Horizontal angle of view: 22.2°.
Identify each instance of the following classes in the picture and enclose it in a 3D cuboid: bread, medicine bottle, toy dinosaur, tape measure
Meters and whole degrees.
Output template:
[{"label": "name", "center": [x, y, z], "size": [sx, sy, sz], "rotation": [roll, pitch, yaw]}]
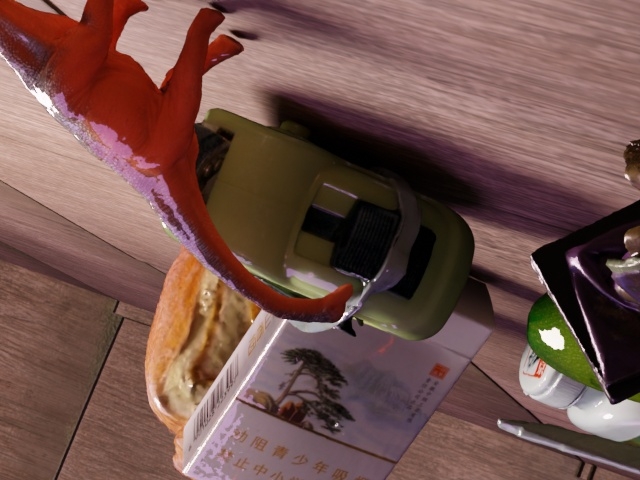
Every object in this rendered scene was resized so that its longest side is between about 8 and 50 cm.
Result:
[{"label": "bread", "center": [-0.062, 0.103, 1.416], "size": [0.190, 0.244, 0.123], "rotation": [13, 161, 3]}, {"label": "medicine bottle", "center": [0.263, 0.126, 1.234], "size": [0.229, 0.083, 0.121], "rotation": [21, 171, -16]}, {"label": "toy dinosaur", "center": [-0.074, -0.060, 0.756], "size": [0.280, 0.101, 0.055], "rotation": [35, 178, -21]}, {"label": "tape measure", "center": [0.000, 0.000, 0.951], "size": [0.175, 0.106, 0.200], "rotation": [23, 175, 7]}]

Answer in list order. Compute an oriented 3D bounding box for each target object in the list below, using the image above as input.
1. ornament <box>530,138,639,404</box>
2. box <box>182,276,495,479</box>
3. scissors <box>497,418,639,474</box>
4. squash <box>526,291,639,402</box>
[{"label": "ornament", "center": [0.150, -0.012, 0.635], "size": [0.088, 0.081, 0.203], "rotation": [61, 167, 21]}, {"label": "box", "center": [0.011, 0.107, 1.256], "size": [0.149, 0.233, 0.067], "rotation": [23, -152, -20]}, {"label": "scissors", "center": [0.279, 0.140, 0.831], "size": [0.384, 0.029, 0.256], "rotation": [8, -155, 6]}, {"label": "squash", "center": [0.243, 0.064, 0.866], "size": [0.293, 0.082, 0.082], "rotation": [13, 169, 36]}]
